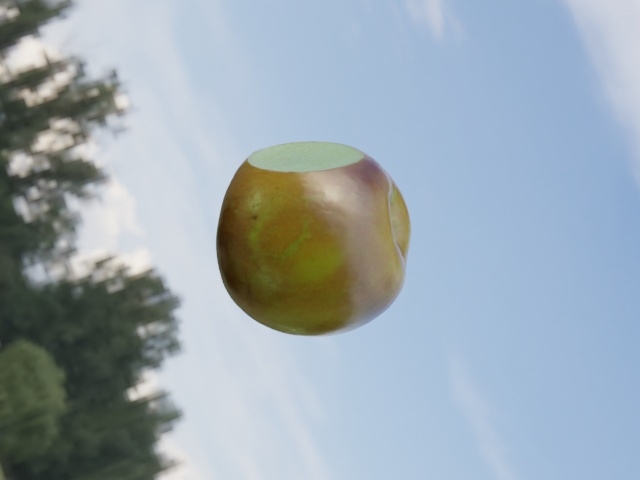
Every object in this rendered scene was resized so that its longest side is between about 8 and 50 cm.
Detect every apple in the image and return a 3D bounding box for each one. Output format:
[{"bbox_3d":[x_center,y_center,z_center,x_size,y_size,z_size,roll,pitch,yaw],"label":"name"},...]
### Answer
[{"bbox_3d":[0.000,0.000,0.862,0.114,0.102,0.099,-39,127,-64],"label":"apple"}]
